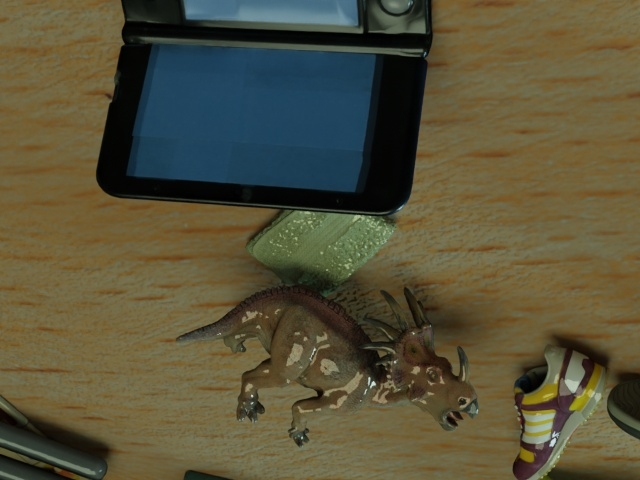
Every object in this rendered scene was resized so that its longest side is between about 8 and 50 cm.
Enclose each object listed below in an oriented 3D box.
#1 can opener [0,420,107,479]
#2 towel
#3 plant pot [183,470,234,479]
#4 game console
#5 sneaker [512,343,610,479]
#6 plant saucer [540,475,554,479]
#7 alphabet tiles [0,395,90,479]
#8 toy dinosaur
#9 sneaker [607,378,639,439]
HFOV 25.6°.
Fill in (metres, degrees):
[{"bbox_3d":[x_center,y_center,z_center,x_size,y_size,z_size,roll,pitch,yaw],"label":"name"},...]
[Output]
[{"bbox_3d":[-0.404,0.260,1.758,0.280,0.074,0.093,18,166,1],"label":"can opener"},{"bbox_3d":[0.000,0.000,1.457,0.110,0.027,0.148,34,130,-15],"label":"towel"},{"bbox_3d":[-0.118,0.439,1.722,0.165,0.234,0.165,11,131,5],"label":"plant pot"},{"bbox_3d":[-0.058,-0.177,1.227,0.293,0.173,0.250,4,130,12],"label":"game console"},{"bbox_3d":[0.240,0.185,1.529,0.084,0.069,0.185,29,125,2],"label":"sneaker"},{"bbox_3d":[0.303,0.383,1.612,0.188,0.045,0.188,35,147,44],"label":"plant saucer"},{"bbox_3d":[-0.435,0.324,1.860,0.285,0.011,0.342,-28,117,33],"label":"alphabet tiles"},{"bbox_3d":[0.009,0.108,1.470,0.295,0.127,0.200,28,131,-15],"label":"toy dinosaur"},{"bbox_3d":[0.398,0.230,1.505,0.222,0.083,0.118,18,132,-1],"label":"sneaker"}]
